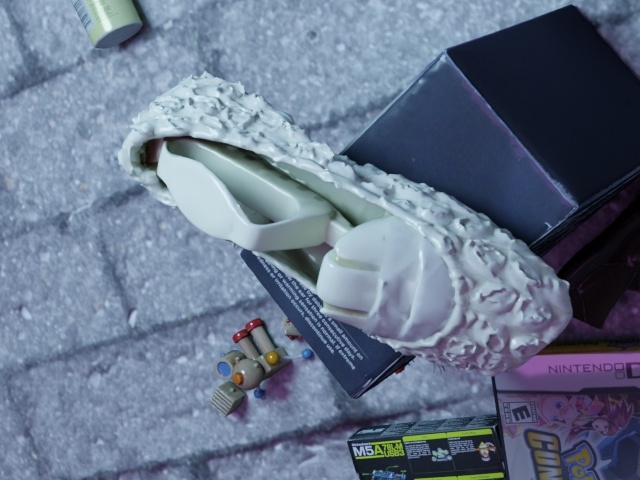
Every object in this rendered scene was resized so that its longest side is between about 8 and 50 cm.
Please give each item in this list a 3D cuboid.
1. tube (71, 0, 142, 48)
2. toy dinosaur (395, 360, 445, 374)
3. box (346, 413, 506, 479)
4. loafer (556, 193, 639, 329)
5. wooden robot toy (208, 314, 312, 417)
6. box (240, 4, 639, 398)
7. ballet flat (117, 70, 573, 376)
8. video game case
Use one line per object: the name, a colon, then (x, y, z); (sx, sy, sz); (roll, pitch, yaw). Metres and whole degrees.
tube: (-0.277, -0.335, 1.658); (0.070, 0.062, 0.240); (-27, 85, -9)
toy dinosaur: (0.095, 0.105, 1.557); (0.047, 0.082, 0.090); (-25, 91, 35)
box: (0.138, 0.288, 1.616); (0.190, 0.045, 0.184); (-11, 98, 33)
loafer: (0.311, 0.007, 1.407); (0.078, 0.080, 0.220); (44, 128, 0)
wooden robot toy: (-0.086, 0.143, 1.682); (0.173, 0.079, 0.076); (-42, 83, 33)
box: (0.136, -0.045, 1.356); (0.294, 0.296, 0.183); (-43, 82, 33)
ballet flat: (0.000, 0.000, 1.193); (0.409, 0.147, 0.147); (30, 119, 22)
video game case: (0.308, 0.232, 1.475); (0.248, 0.035, 0.275); (-4, 104, 22)
